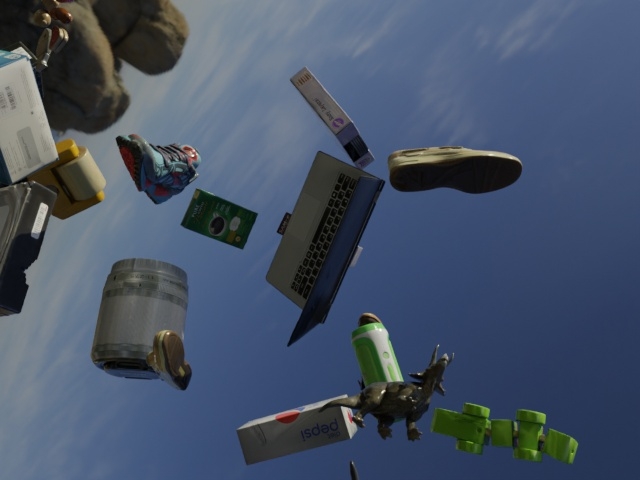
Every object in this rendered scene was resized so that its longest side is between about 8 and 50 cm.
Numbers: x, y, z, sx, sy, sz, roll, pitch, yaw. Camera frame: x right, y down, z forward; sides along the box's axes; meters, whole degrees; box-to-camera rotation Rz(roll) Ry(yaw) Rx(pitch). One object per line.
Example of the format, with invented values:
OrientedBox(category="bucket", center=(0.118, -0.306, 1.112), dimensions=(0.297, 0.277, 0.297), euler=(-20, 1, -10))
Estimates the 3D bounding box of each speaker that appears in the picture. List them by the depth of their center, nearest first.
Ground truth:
OrientedBox(category="speaker", center=(0.188, 0.413, 1.924), dimensions=(0.131, 0.131, 0.296), euler=(-38, -121, 38))

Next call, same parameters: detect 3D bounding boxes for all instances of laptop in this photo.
OrientedBox(category="laptop", center=(-0.032, -0.009, 1.447), dimensions=(0.408, 0.236, 0.382), euler=(33, -77, 46))

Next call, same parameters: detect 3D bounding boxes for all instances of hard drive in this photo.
OrientedBox(category="hard drive", center=(-0.646, 0.029, 1.133), dimensions=(0.339, 0.064, 0.237), euler=(-8, -119, 30))

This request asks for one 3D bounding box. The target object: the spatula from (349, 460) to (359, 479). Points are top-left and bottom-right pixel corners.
OrientedBox(category="spatula", center=(0.109, 0.772, 1.739), dimensions=(0.084, 0.030, 0.296), euler=(76, 8, -80))

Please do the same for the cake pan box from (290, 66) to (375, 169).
OrientedBox(category="cake pan box", center=(0.039, -0.347, 1.807), dimensions=(0.070, 0.246, 0.267), euler=(-39, -118, 6))

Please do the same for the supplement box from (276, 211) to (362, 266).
OrientedBox(category="supplement box", center=(0.000, 0.000, 1.848), dimensions=(0.073, 0.239, 0.130), euler=(-65, 171, 1))

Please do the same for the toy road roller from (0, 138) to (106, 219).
OrientedBox(category="toy road roller", center=(-0.861, -0.193, 1.932), dimensions=(0.329, 0.202, 0.240), euler=(-26, -141, -9))

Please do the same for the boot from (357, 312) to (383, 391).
OrientedBox(category="boot", center=(0.169, 0.396, 2.108), dimensions=(0.090, 0.248, 0.207), euler=(-2, -143, 14))

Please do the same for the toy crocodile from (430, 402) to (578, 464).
OrientedBox(category="toy crocodile", center=(0.430, 0.461, 1.479), dimensions=(0.341, 0.105, 0.115), euler=(0, -111, 29))

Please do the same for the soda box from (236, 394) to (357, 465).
OrientedBox(category="soda box", center=(-0.060, 0.477, 1.561), dimensions=(0.286, 0.098, 0.091), euler=(-18, 174, 13))

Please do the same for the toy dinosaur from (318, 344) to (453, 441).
OrientedBox(category="toy dinosaur", center=(0.156, 0.358, 1.362), dimensions=(0.313, 0.121, 0.160), euler=(-23, -170, 19))

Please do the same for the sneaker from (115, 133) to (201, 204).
OrientedBox(category="sneaker", center=(-0.286, -0.150, 1.129), dimensions=(0.125, 0.104, 0.262), euler=(-27, 177, -6))

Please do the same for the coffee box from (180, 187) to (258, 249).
OrientedBox(category="coffee box", center=(-0.268, -0.057, 1.648), dimensions=(0.040, 0.184, 0.113), euler=(26, -86, 56))

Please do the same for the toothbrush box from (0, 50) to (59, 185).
OrientedBox(category="toothbrush box", center=(-0.679, -0.255, 1.196), dimensions=(0.295, 0.216, 0.126), euler=(18, -141, 25))

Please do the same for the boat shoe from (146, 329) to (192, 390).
OrientedBox(category="boat shoe", center=(-0.304, 0.232, 1.193), dimensions=(0.190, 0.072, 0.068), euler=(90, 15, -48))

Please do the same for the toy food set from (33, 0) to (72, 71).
OrientedBox(category="toy food set", center=(-0.324, -0.271, 0.749), dimensions=(0.078, 0.019, 0.122), euler=(-26, -122, 28))

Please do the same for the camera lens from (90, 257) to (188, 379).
OrientedBox(category="camera lens", center=(-0.459, 0.208, 1.592), dimensions=(0.219, 0.219, 0.274), euler=(-28, -128, 48))

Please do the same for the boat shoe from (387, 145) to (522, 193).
OrientedBox(category="boat shoe", center=(0.305, -0.174, 1.420), dimensions=(0.098, 0.302, 0.109), euler=(-91, 178, -48))

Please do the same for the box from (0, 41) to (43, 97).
OrientedBox(category="box", center=(-0.791, -0.384, 1.533), dimensions=(0.180, 0.077, 0.147), euler=(-42, 174, -30))
